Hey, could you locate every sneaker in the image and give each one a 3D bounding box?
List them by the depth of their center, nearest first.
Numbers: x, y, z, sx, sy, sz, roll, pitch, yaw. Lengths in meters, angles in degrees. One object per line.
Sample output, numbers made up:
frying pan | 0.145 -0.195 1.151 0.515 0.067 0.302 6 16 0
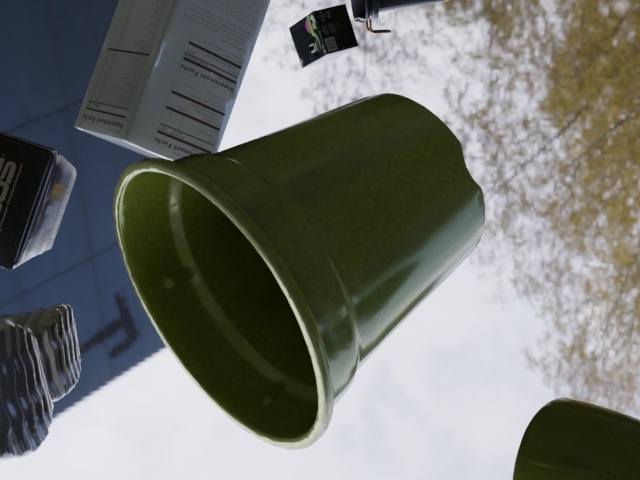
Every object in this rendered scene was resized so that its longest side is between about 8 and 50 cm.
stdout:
sneaker | -0.282 0.121 0.876 0.115 0.105 0.281 -9 -178 2

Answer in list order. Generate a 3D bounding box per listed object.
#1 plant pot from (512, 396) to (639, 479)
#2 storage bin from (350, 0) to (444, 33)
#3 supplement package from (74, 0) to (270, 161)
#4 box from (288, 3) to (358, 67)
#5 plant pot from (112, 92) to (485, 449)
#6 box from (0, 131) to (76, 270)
plant pot | 0.505 0.399 1.687 0.293 0.275 0.274 -2 -155 46
storage bin | 0.081 -0.264 1.089 0.091 0.098 0.135 -5 -167 -2
supplement package | -0.185 -0.225 1.330 0.134 0.244 0.139 20 179 -41
box | 0.004 -0.275 1.430 0.052 0.062 0.083 -19 -176 -25
plant pot | 0.000 0.000 0.944 0.254 0.276 0.276 -33 -135 -31
box | -0.221 -0.044 0.530 0.183 0.056 0.231 19 178 -10
